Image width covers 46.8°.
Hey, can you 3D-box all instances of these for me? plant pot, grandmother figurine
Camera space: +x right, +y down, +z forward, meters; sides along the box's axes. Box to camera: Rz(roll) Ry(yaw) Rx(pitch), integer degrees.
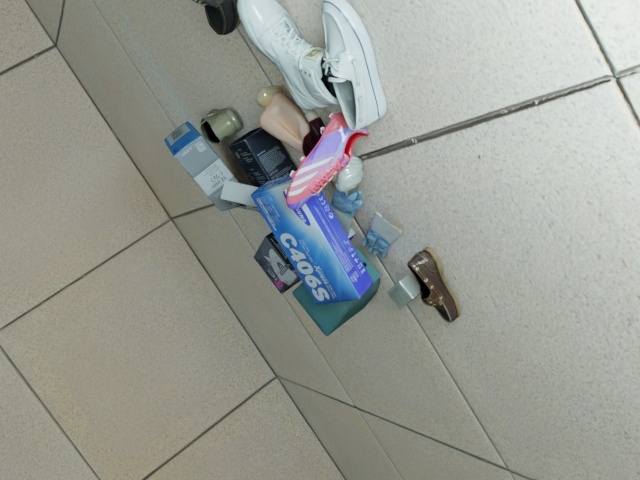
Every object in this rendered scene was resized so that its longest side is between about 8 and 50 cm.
[{"bbox_3d":[0.059,0.128,2.081,0.165,0.166,0.234,51,151,8],"label":"plant pot"},{"bbox_3d":[-0.021,-0.229,1.765,0.342,0.104,0.207,44,167,33],"label":"grandmother figurine"}]

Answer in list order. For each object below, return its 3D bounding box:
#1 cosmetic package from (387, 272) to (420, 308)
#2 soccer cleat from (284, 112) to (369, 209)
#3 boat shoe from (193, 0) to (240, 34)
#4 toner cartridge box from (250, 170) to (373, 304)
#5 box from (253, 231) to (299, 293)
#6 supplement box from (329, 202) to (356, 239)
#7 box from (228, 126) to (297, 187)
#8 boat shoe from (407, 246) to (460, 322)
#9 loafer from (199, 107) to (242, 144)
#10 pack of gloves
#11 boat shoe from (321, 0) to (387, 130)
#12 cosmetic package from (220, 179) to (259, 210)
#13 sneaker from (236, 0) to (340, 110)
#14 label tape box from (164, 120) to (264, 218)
[{"bbox_3d":[0.217,0.130,1.896,0.060,0.041,0.115,52,160,7],"label":"cosmetic package"},{"bbox_3d":[0.010,-0.164,1.628,0.095,0.248,0.083,35,-169,17],"label":"soccer cleat"},{"bbox_3d":[-0.261,-0.598,1.648,0.132,0.130,0.355,45,158,25],"label":"boat shoe"},{"bbox_3d":[-0.020,-0.002,1.867,0.165,0.075,0.347,-14,113,45],"label":"toner cartridge box"},{"bbox_3d":[-0.096,0.048,2.318,0.163,0.142,0.247,53,161,4],"label":"box"},{"bbox_3d":[0.000,0.000,2.068,0.111,0.114,0.220,51,159,5],"label":"supplement box"},{"bbox_3d":[-0.163,-0.231,2.084,0.158,0.093,0.156,58,160,-14],"label":"box"},{"bbox_3d":[0.260,0.115,1.729,0.073,0.073,0.207,16,139,59],"label":"boat shoe"},{"bbox_3d":[-0.327,-0.345,2.269,0.102,0.092,0.268,58,160,-11],"label":"loafer"},{"bbox_3d":[0.113,-0.053,1.858,0.195,0.046,0.232,38,159,6],"label":"pack of gloves"},{"bbox_3d":[0.048,-0.338,1.440,0.096,0.088,0.267,32,151,47],"label":"boat shoe"},{"bbox_3d":[-0.153,-0.109,2.093,0.239,0.060,0.099,13,176,10],"label":"cosmetic package"},{"bbox_3d":[-0.043,-0.403,1.534,0.292,0.108,0.169,52,161,-25],"label":"sneaker"},{"bbox_3d":[-0.344,-0.201,2.393,0.347,0.115,0.249,55,176,-27],"label":"label tape box"}]
